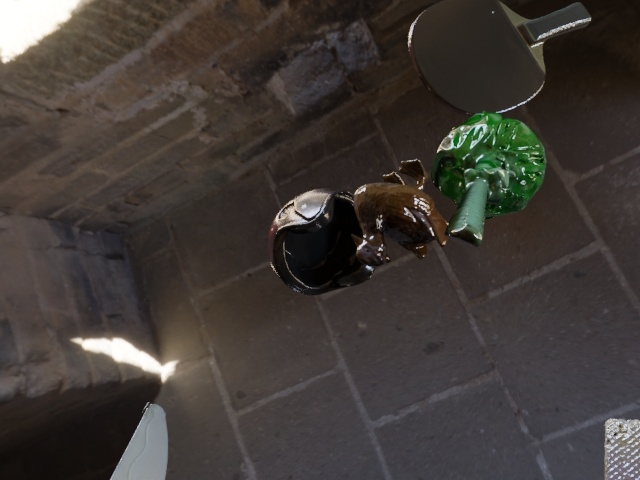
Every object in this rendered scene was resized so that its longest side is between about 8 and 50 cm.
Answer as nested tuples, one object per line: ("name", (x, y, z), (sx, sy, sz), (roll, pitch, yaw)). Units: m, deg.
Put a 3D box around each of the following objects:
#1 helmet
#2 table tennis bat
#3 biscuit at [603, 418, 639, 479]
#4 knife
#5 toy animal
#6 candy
("helmet", (0.000, 0.000, 1.087), (0.216, 0.189, 0.193), (-45, 28, -9))
("table tennis bat", (0.223, -0.235, 0.677), (0.274, 0.021, 0.154), (-26, 83, -23))
("biscuit", (0.516, 0.409, 0.918), (0.108, 0.062, 0.239), (-7, 47, 37))
("knife", (-0.221, 0.303, 0.616), (0.081, 0.336, 0.043), (42, 115, -10))
("toy animal", (0.127, -0.019, 0.820), (0.188, 0.089, 0.179), (27, 57, -16))
("candy", (0.112, -0.036, 0.388), (0.097, 0.323, 0.097), (5, 106, 17))
